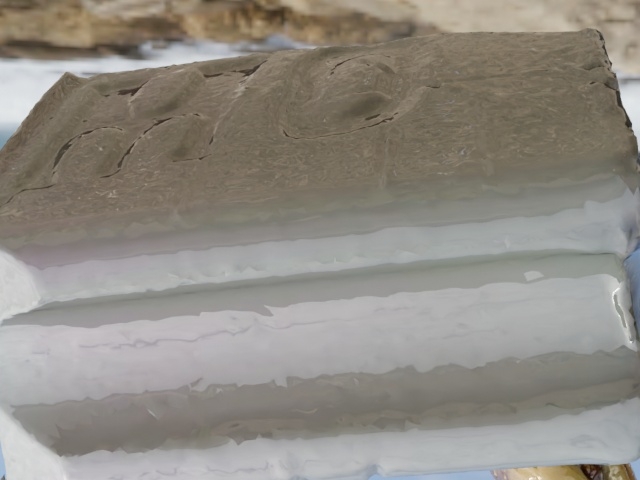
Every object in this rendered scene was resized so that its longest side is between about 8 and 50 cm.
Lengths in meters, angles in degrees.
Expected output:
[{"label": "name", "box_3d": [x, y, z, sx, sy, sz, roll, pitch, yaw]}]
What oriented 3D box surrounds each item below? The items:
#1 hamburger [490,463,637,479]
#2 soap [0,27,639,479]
[{"label": "hamburger", "box_3d": [0.286, 0.266, 1.512, 0.155, 0.245, 0.282, -23, -143, -7]}, {"label": "soap", "box_3d": [0.000, 0.000, 0.905, 0.435, 0.213, 0.350, -5, -156, 12]}]
